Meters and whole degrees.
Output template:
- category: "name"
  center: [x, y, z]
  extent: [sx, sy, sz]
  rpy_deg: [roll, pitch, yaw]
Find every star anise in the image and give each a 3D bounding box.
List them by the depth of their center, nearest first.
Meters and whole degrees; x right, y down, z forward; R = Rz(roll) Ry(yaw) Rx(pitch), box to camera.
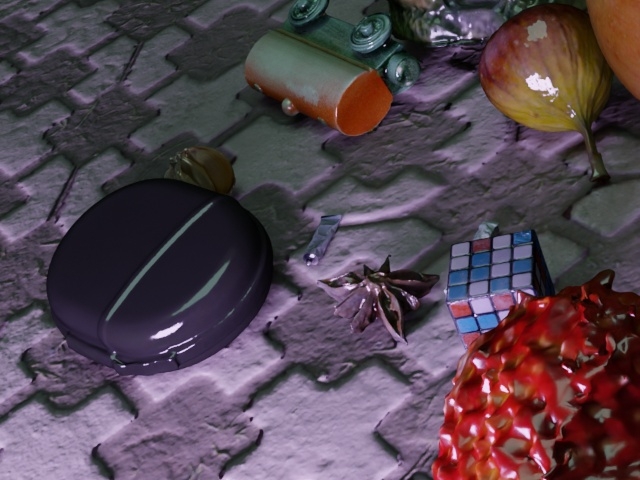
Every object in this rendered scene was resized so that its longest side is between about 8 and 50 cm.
- category: "star anise"
  center: [0.054, 0.059, 1.474]
  extent: [0.129, 0.056, 0.124]
  rpy_deg: [12, 45, 20]

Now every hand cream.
- category: "hand cream"
  center: [0.000, 0.000, 1.623]
  extent: [0.030, 0.019, 0.093]
  rpy_deg: [-5, 33, 27]

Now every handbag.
- category: "handbag"
  center: [-0.198, 0.039, 1.598]
  extent: [0.308, 0.093, 0.254]
  rpy_deg: [19, 60, 42]

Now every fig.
- category: "fig"
  center: [0.291, -0.168, 1.598]
  extent: [0.160, 0.230, 0.143]
  rpy_deg: [-25, -8, -2]

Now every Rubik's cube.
- category: "Rubik's cube"
  center: [0.186, 0.057, 1.373]
  extent: [0.092, 0.092, 0.092]
  rpy_deg: [-11, 38, 18]

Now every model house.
- category: "model house"
  center: [0.218, -0.427, 1.797]
  extent: [0.321, 0.266, 0.261]
  rpy_deg: [7, 31, 34]

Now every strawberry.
- category: "strawberry"
  center: [0.195, 0.202, 1.030]
  extent: [0.292, 0.292, 0.343]
  rpy_deg: [3, 41, 33]

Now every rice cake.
- category: "rice cake"
  center: [0.169, 0.022, 1.488]
  extent: [0.022, 0.021, 0.121]
  rpy_deg: [11, 47, 26]

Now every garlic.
- category: "garlic"
  center: [-0.164, -0.069, 1.750]
  extent: [0.113, 0.094, 0.074]
  rpy_deg: [-50, 0, -20]

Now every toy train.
- category: "toy train"
  center: [0.011, -0.238, 1.844]
  extent: [0.177, 0.116, 0.285]
  rpy_deg: [-47, 41, -9]

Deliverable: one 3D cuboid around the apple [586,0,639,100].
- category: "apple"
  center: [0.450, -0.302, 1.469]
  extent: [0.338, 0.338, 0.305]
  rpy_deg: [-30, 48, -8]
